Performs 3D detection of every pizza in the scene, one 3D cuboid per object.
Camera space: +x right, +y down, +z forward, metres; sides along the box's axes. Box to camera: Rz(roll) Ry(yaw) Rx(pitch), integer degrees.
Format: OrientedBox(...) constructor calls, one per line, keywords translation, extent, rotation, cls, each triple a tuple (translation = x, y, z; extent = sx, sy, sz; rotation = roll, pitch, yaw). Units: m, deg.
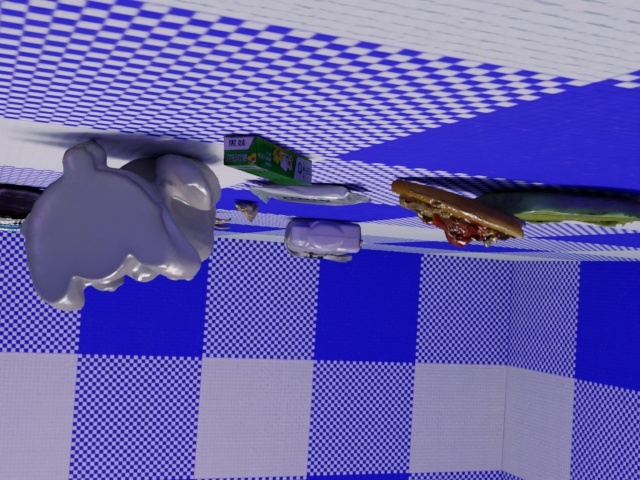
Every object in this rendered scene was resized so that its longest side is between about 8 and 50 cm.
OrientedBox(translation=(0.210, -0.024, 1.284), extent=(0.200, 0.053, 0.193), rotation=(18, 172, 21), cls="pizza")

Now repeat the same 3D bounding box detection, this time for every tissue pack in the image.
OrientedBox(translation=(-0.019, -0.077, 1.429), extent=(0.192, 0.026, 0.122), rotation=(3, 177, 14), cls="tissue pack")

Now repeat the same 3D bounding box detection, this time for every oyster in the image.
OrientedBox(translation=(-0.159, -0.075, 1.809), extent=(0.080, 0.038, 0.083), rotation=(38, -175, -39), cls="oyster")

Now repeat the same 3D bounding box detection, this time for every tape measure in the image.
OrientedBox(translation=(0.002, 0.000, 2.225), extent=(0.196, 0.105, 0.178), rotation=(3, 178, -4), cls="tape measure")

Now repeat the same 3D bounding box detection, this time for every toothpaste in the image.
OrientedBox(translation=(-0.060, -0.094, 1.036), extent=(0.043, 0.037, 0.178), rotation=(-1, 176, 20), cls="toothpaste")

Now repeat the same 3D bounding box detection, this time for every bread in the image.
OrientedBox(translation=(0.384, -0.047, 1.352), extent=(0.301, 0.045, 0.301), rotation=(4, 180, 0), cls="bread")

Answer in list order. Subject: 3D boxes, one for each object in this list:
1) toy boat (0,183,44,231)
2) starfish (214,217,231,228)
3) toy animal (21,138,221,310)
OrientedBox(translation=(-0.637, -0.063, 1.767), extent=(0.223, 0.100, 0.097), rotation=(3, 155, -29), cls="toy boat")
OrientedBox(translation=(-0.304, -0.052, 2.155), extent=(0.133, 0.041, 0.130), rotation=(14, 162, -40), cls="starfish")
OrientedBox(translation=(-0.231, -0.035, 1.139), extent=(0.271, 0.206, 0.265), rotation=(-19, -178, 23), cls="toy animal")
